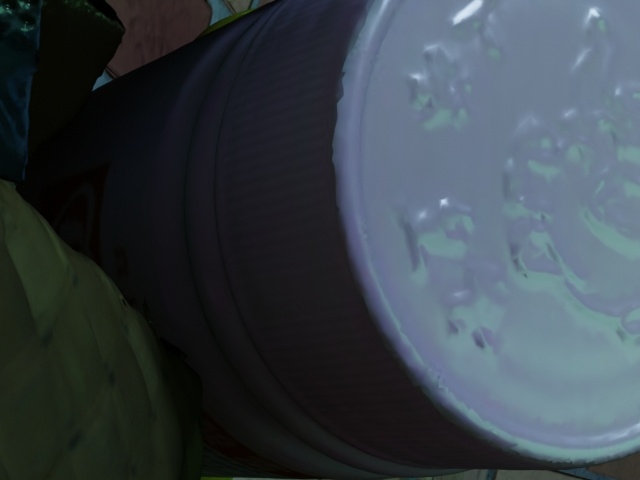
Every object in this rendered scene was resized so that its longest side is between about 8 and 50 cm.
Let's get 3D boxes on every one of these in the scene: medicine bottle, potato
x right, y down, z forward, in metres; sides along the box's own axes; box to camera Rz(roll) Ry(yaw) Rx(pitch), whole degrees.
[{"bbox_3d":[0.000,0.000,0.629,0.202,0.316,0.202,5,80,-32],"label":"medicine bottle"},{"bbox_3d":[-0.150,-0.081,0.632,0.096,0.066,0.103,46,66,-42],"label":"potato"}]

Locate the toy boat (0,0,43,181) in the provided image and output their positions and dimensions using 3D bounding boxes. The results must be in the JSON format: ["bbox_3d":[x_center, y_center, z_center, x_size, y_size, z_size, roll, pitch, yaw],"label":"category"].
[{"bbox_3d":[-0.144,-0.124,0.528,0.109,0.098,0.237,-136,-129,-75],"label":"toy boat"}]

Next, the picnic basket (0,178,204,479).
[{"bbox_3d":[-0.168,0.144,0.407,0.291,0.254,0.321,58,37,-68],"label":"picnic basket"}]

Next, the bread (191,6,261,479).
[{"bbox_3d":[-0.084,0.042,0.855,0.166,0.112,0.383,64,43,-62],"label":"bread"}]
